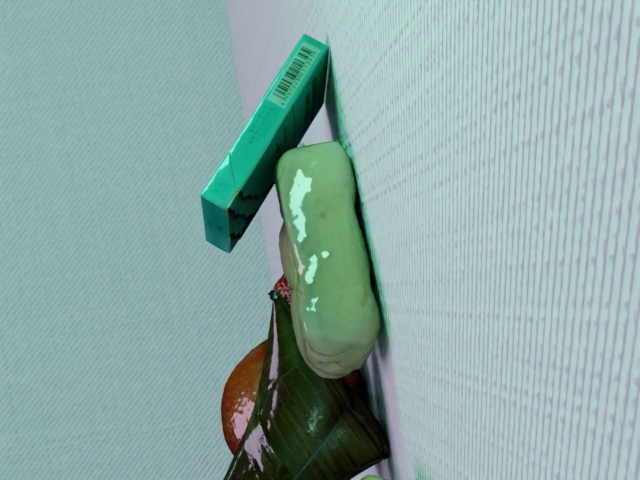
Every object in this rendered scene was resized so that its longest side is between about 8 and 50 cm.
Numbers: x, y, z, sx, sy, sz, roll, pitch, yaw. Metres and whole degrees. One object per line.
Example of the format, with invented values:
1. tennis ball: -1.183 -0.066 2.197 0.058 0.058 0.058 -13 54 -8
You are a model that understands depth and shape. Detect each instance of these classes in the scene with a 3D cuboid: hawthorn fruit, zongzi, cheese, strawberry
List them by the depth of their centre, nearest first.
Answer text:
1. cheese: 0.005 0.016 1.593 0.159 0.093 0.262 102 160 -68
2. zongzi: -0.066 0.211 1.667 0.242 0.221 0.112 55 173 -16
3. hawthorn fruit: -0.022 0.194 1.815 0.196 0.197 0.225 -107 34 -57
4. strawberry: -0.025 0.080 2.144 0.096 0.083 0.083 -31 65 53

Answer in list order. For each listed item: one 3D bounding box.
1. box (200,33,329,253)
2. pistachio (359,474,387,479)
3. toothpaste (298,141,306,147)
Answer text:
1. box: -0.062 -0.108 1.655 0.226 0.042 0.161 -59 -8 -16
2. pistachio: 0.043 0.313 1.387 0.229 0.157 0.157 -75 -23 -76
3. toothpaste: -0.021 -0.094 2.071 0.140 0.021 0.037 83 180 -53
